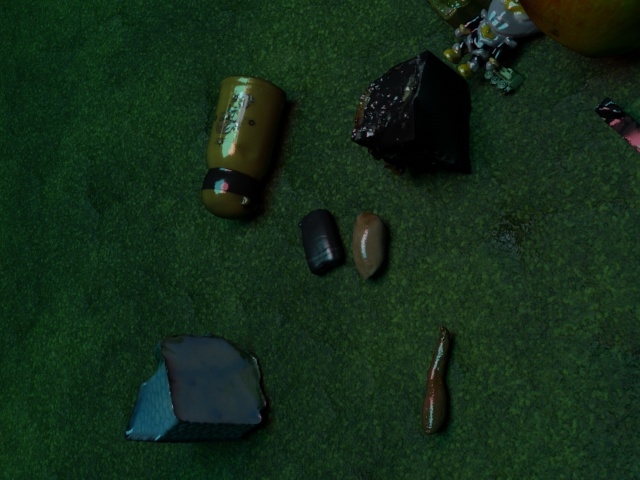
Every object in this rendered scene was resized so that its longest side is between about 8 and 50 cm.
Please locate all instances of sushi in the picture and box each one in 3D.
[{"bbox_3d":[0.179,-0.254,1.779,0.212,0.215,0.227,-15,66,36],"label":"sushi"}]

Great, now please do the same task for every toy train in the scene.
[{"bbox_3d":[0.382,-0.343,1.766,0.053,0.033,0.083,-47,50,10],"label":"toy train"}]

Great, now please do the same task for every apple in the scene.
[{"bbox_3d":[0.511,-0.502,1.526,0.339,0.339,0.340,-15,65,35],"label":"apple"}]

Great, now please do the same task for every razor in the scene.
[{"bbox_3d":[0.000,0.000,1.941,0.090,0.054,0.148,-28,58,25],"label":"razor"}]

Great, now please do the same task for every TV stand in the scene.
[{"bbox_3d":[0.593,-0.172,1.521,0.036,0.042,0.249,-46,51,14],"label":"TV stand"}]

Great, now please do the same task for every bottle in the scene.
[{"bbox_3d":[-0.206,-0.226,2.117,0.171,0.171,0.351,4,76,41],"label":"bottle"}]

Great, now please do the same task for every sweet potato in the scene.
[{"bbox_3d":[0.231,0.275,1.652,0.050,0.050,0.214,-5,67,38],"label":"sweet potato"}]

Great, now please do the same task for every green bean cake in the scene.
[{"bbox_3d":[0.320,-0.587,1.855,0.200,0.113,0.214,-45,52,17],"label":"green bean cake"}]

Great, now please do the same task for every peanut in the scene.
[{"bbox_3d":[0.105,0.012,1.837,0.076,0.076,0.152,-8,74,38],"label":"peanut"}]

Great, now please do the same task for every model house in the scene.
[{"bbox_3d":[-0.297,0.373,1.931,0.241,0.261,0.226,-47,49,32],"label":"model house"}]

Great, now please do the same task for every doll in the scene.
[{"bbox_3d":[0.398,-0.472,1.748,0.316,0.103,0.145,-42,46,14],"label":"doll"}]
